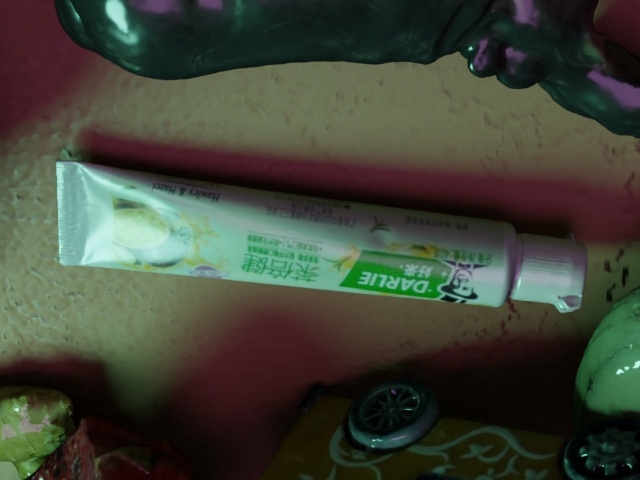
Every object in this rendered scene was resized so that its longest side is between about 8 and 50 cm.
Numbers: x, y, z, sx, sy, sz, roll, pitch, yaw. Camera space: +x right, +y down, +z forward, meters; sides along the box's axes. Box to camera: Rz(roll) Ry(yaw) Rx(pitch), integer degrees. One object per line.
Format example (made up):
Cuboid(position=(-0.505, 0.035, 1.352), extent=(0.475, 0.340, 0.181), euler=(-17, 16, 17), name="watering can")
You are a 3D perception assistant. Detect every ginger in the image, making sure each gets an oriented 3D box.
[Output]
Cuboid(position=(-0.247, 0.100, 0.889), extent=(0.176, 0.053, 0.193), euler=(1, 138, 12), name="ginger")

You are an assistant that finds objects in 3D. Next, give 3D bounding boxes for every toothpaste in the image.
Cuboid(position=(0.000, 0.000, 0.825), extent=(0.314, 0.056, 0.058), euler=(6, 85, -1), name="toothpaste")

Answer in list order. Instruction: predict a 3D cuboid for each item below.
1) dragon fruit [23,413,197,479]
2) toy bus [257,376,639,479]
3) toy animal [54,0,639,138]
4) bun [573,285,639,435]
Cuboid(position=(-0.143, 0.276, 0.908), extent=(0.152, 0.205, 0.317), euler=(12, 140, -35), name="dragon fruit")
Cuboid(position=(0.108, 0.211, 0.815), extent=(0.323, 0.194, 0.162), euler=(6, 130, 35), name="toy bus")
Cuboid(position=(0.034, -0.143, 0.691), extent=(0.343, 0.106, 0.168), euler=(7, 124, -10), name="toy animal")
Cuboid(position=(0.256, 0.110, 0.846), extent=(0.221, 0.108, 0.221), euler=(18, 135, 19), name="bun")
